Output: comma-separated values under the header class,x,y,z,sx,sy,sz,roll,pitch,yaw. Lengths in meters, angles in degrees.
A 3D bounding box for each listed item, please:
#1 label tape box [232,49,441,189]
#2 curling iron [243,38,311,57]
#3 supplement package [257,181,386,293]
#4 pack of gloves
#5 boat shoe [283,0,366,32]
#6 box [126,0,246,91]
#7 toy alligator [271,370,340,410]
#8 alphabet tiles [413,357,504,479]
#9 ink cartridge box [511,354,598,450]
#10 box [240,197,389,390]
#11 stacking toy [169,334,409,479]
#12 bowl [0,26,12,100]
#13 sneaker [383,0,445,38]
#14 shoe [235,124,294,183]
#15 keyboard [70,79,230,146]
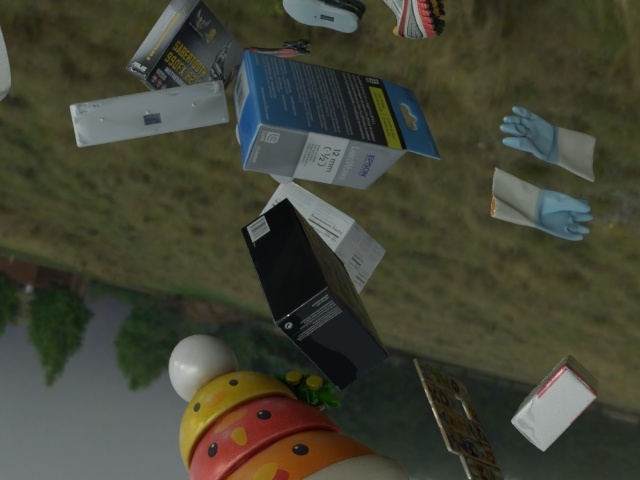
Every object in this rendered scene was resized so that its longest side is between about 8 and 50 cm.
class,x,y,z,sx,sy,sz,roll,pitch,yaw
label tape box,0.023,-0.215,1.858,0.347,0.115,0.249,10,-142,-19
curling iron,-0.144,-0.404,2.168,0.273,0.035,0.068,-4,-164,19
supplement package,0.000,0.000,2.262,0.204,0.145,0.262,32,176,24
pack of gloves,0.383,-0.110,1.637,0.232,0.195,0.046,14,167,-33
boat shoe,0.010,-0.529,2.277,0.183,0.083,0.065,20,134,7
box,-0.248,-0.343,1.915,0.056,0.183,0.231,32,175,26
toy alligator,-0.043,0.244,1.693,0.189,0.056,0.051,10,-150,28
alphabet tiles,0.230,0.311,1.577,0.009,0.237,0.198,-31,148,18
ink cartridge box,0.477,0.324,2.020,0.092,0.158,0.218,43,-169,11
box,-0.012,0.080,1.568,0.184,0.103,0.261,52,-173,-36
stacking toy,-0.118,0.332,1.596,0.350,0.351,0.480,21,-159,-51
bowl,-0.470,-0.224,1.257,0.142,0.142,0.053,-6,156,-30
sneaker,0.127,-0.432,1.627,0.092,0.225,0.088,-7,-157,30
shoe,-0.111,-0.205,2.119,0.063,0.081,0.178,-26,122,28
keyboard,-0.282,-0.211,1.662,0.255,0.072,0.014,-11,-172,-10
